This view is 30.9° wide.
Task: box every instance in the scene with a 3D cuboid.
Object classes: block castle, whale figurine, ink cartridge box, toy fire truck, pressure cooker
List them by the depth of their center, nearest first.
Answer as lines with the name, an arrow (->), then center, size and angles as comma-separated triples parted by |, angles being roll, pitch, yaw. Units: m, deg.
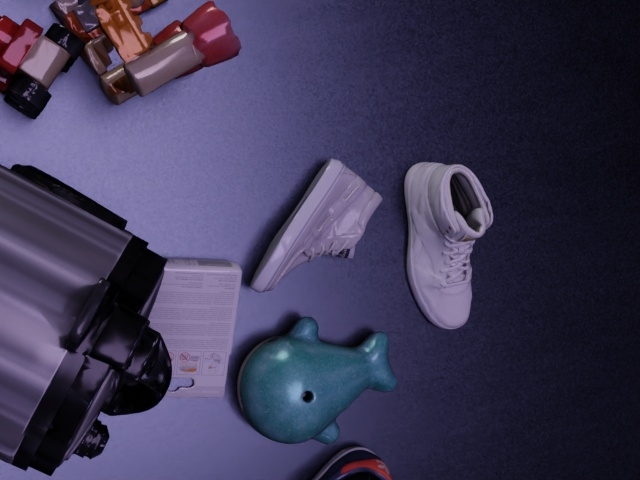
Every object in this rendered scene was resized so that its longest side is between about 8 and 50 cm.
pressure cooker -> -0.404, 0.119, 1.606 | 0.420, 0.370, 0.376 | 28, 109, -6
toy fire truck -> -0.490, -0.278, 1.661 | 0.246, 0.217, 0.158 | 34, 82, -15
block castle -> -0.299, -0.432, 1.674 | 0.212, 0.303, 0.453 | -34, 102, -15
ink cartridge box -> -0.230, 0.140, 1.856 | 0.181, 0.056, 0.225 | 3, 109, -18
whale figurine -> 0.005, 0.229, 1.876 | 0.272, 0.141, 0.216 | -12, 95, -18

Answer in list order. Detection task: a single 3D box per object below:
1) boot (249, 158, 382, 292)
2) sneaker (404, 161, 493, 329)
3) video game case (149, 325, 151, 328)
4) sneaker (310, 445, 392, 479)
boot -> 0.000, 0.000, 1.890 | 0.123, 0.095, 0.258 | 35, 80, -9
sneaker -> 0.218, 0.014, 1.925 | 0.108, 0.169, 0.293 | -14, 97, -19
video game case -> -0.340, 0.096, 1.795 | 0.119, 0.015, 0.166 | -19, 99, 17
sneaker -> -0.011, 0.487, 1.875 | 0.131, 0.148, 0.350 | 40, 80, -15
